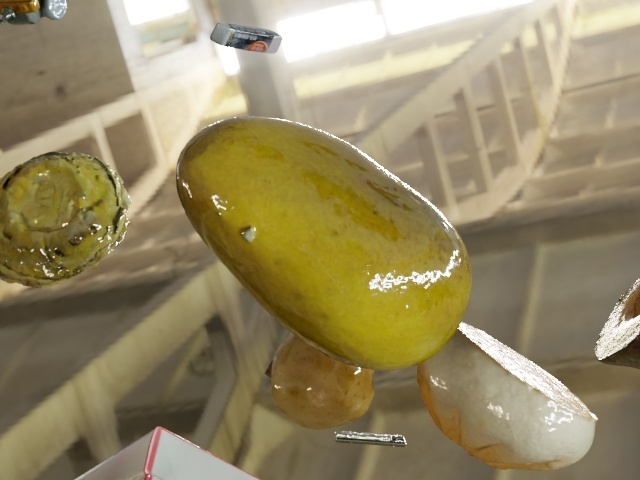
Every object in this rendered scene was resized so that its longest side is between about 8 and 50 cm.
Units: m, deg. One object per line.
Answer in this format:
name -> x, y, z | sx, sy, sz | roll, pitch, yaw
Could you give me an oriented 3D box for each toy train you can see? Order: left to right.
toy train -> -0.403, -0.387, 1.772 | 0.089, 0.127, 0.219 | 3, -140, 26

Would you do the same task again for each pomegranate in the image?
pomegranate -> -0.007, 0.231, 2.147 | 0.196, 0.196, 0.196 | -15, -166, 4

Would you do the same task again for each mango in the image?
mango -> 0.000, 0.000, 1.581 | 0.220, 0.445, 0.301 | -41, -143, 33

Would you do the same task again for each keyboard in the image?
keyboard -> 0.090, 0.361, 2.266 | 0.129, 0.015, 0.049 | 5, -179, -1

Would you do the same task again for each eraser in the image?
eraser -> -0.085, -0.235, 1.452 | 0.099, 0.027, 0.019 | -1, -139, -48

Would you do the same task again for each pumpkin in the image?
pumpkin -> 0.430, 0.122, 1.499 | 0.149, 0.130, 0.254 | -53, -179, -5

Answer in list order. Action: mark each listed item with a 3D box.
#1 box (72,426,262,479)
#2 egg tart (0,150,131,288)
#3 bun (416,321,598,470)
box -> -0.228, 0.507, 1.828 | 0.312, 0.314, 0.300 | -34, -147, 40
egg tart -> -0.457, -0.047, 2.080 | 0.279, 0.279, 0.095 | -6, 150, 11
bun -> 0.271, 0.261, 1.913 | 0.165, 0.299, 0.299 | -57, -169, 8
